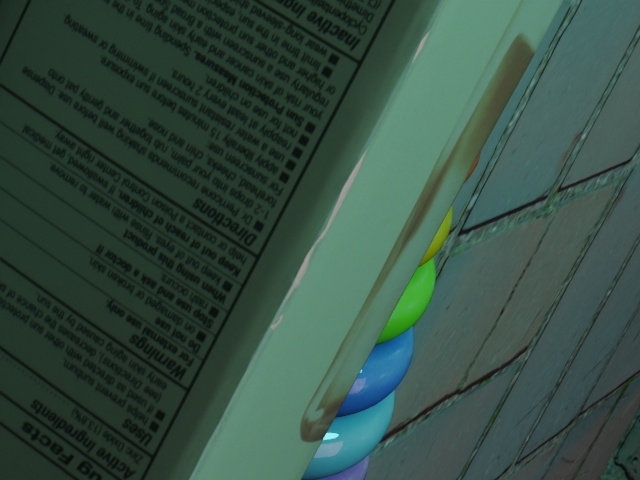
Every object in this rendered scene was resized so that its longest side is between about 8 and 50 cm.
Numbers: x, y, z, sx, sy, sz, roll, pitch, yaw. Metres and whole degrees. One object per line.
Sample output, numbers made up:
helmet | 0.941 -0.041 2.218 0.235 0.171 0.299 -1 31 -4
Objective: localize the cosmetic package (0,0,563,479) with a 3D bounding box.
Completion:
cosmetic package | -0.032 -0.043 0.702 0.296 0.153 0.129 -61 161 15

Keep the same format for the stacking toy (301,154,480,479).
stacking toy | 0.000 0.000 0.846 0.141 0.141 0.330 -34 154 -51
